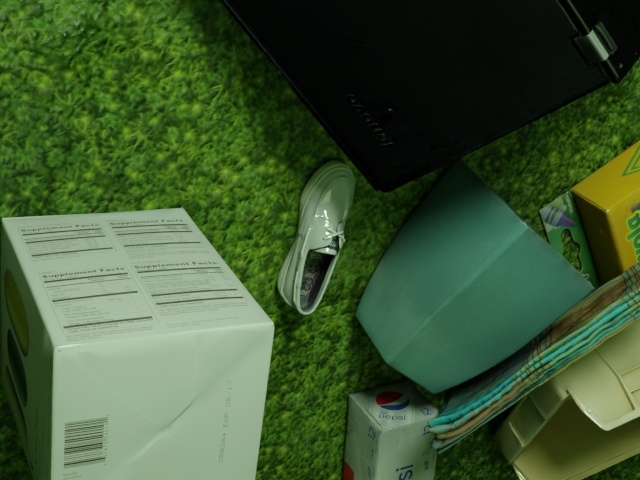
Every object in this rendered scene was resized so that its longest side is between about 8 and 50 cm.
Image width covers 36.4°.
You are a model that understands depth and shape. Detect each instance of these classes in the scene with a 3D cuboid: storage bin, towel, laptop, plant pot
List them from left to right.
[{"bbox_3d":[0.171,0.061,1.197,0.234,0.166,0.165,-47,127,9],"label":"plant pot"},{"bbox_3d":[0.131,-0.317,0.906,0.408,0.236,0.382,-48,113,-17],"label":"laptop"},{"bbox_3d":[0.300,0.118,1.212,0.370,0.271,0.040,-38,85,14],"label":"towel"},{"bbox_3d":[0.405,0.226,1.364,0.260,0.123,0.262,-19,152,-20],"label":"storage bin"}]

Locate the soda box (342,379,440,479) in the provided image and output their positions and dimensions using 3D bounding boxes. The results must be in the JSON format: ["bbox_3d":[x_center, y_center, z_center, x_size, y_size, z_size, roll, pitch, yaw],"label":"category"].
[{"bbox_3d":[0.090,0.340,1.341,0.098,0.091,0.286,-11,120,-25],"label":"soda box"}]

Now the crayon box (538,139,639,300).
[{"bbox_3d":[0.477,-0.041,1.354,0.323,0.083,0.203,-34,126,-8],"label":"crayon box"}]

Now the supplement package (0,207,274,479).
[{"bbox_3d":[-0.193,0.112,0.957,0.198,0.262,0.199,-4,117,-26],"label":"supplement package"}]

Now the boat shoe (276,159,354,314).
[{"bbox_3d":[0.000,0.000,1.128,0.066,0.063,0.184,16,107,-34],"label":"boat shoe"}]
